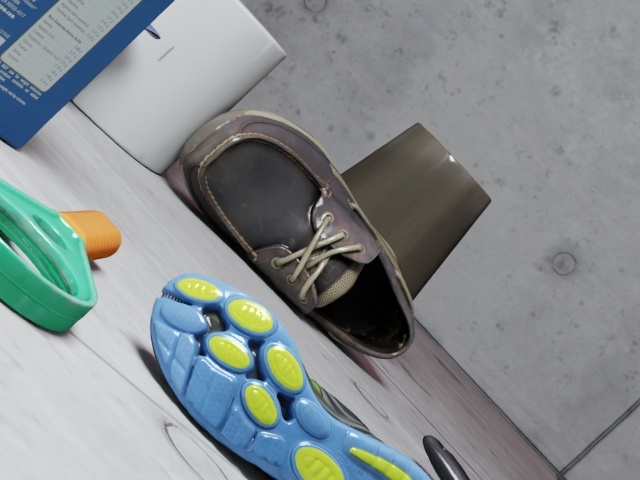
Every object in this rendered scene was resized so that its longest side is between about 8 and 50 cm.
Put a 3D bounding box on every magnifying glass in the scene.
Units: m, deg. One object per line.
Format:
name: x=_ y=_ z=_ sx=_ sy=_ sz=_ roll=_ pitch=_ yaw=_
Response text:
magnifying glass: x=-0.132 y=-0.001 z=0.739 sx=0.092 sy=0.026 sz=0.231 roll=47 pitch=2 yaw=2

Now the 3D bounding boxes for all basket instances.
basket: x=0.074 y=-0.017 z=1.783 sx=0.204 sy=0.227 sz=0.154 roll=45 pitch=4 yaw=-17

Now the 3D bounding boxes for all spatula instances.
spatula: x=0.175 y=0.275 z=1.266 sx=0.296 sy=0.030 sz=0.084 roll=48 pitch=6 yaw=25

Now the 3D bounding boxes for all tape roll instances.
tape roll: x=-0.173 y=-0.206 z=1.433 sx=0.246 sy=0.169 sz=0.246 roll=46 pitch=2 yaw=-3

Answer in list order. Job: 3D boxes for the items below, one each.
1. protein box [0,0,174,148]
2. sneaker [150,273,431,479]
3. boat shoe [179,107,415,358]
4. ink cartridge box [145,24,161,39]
protein box: x=-0.184 y=-0.196 z=0.870 sx=0.136 sy=0.201 sz=0.200 roll=48 pitch=3 yaw=28
sneaker: x=-0.021 y=0.095 z=0.792 sx=0.188 sy=0.067 sz=0.078 roll=44 pitch=-17 yaw=-13
boat shoe: x=0.000 y=0.000 z=1.490 sx=0.355 sy=0.132 sz=0.130 roll=42 pitch=6 yaw=-45
ink cartridge box: x=-0.261 y=-0.232 z=1.176 sx=0.186 sy=0.065 sz=0.311 roll=49 pitch=15 yaw=19
